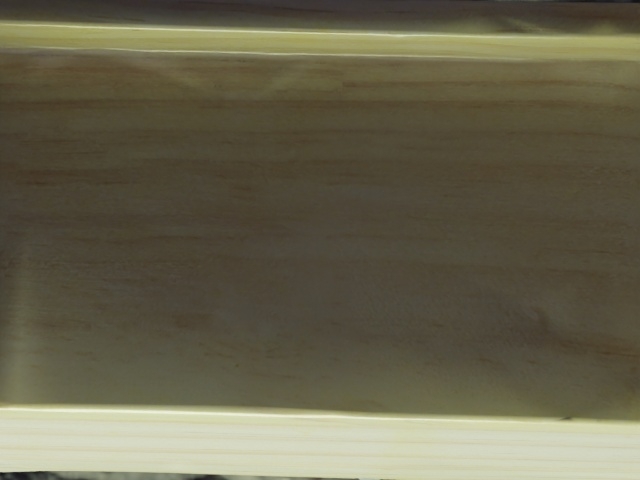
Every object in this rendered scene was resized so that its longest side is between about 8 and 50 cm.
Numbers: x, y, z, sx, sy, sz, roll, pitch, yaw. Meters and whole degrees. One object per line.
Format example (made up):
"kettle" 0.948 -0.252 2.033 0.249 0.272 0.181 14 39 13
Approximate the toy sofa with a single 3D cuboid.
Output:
"toy sofa" 0.000 0.000 0.708 0.362 0.177 0.150 1 75 3

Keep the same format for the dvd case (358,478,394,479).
"dvd case" 0.127 0.086 0.807 0.239 0.029 0.179 40 114 25
